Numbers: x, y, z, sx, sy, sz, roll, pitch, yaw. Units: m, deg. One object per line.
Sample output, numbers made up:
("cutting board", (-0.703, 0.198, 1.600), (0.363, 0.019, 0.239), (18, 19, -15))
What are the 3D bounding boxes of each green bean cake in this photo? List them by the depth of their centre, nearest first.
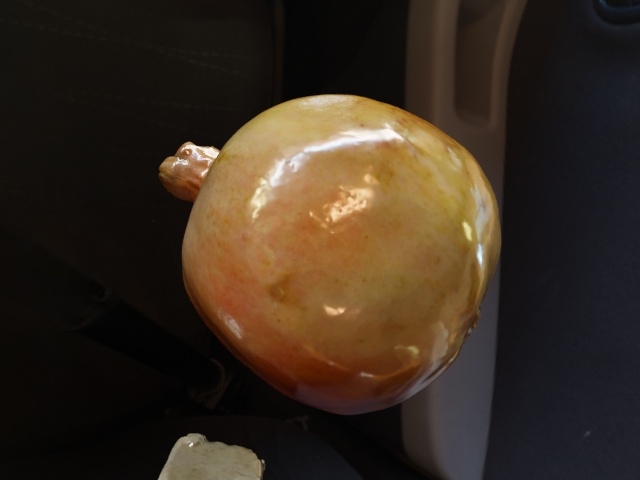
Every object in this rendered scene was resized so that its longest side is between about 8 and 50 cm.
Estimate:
("green bean cake", (-0.105, 0.264, 0.526), (0.085, 0.109, 0.179), (14, 105, -1))

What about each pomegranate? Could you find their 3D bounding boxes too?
("pomegranate", (0.000, 0.000, 0.506), (0.228, 0.271, 0.252), (-66, 169, 8))
